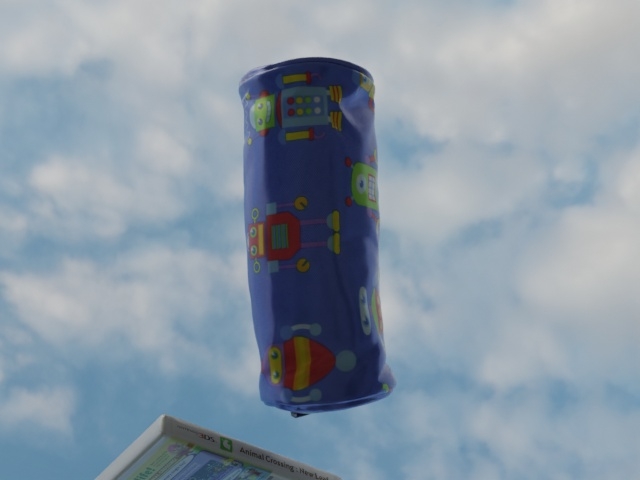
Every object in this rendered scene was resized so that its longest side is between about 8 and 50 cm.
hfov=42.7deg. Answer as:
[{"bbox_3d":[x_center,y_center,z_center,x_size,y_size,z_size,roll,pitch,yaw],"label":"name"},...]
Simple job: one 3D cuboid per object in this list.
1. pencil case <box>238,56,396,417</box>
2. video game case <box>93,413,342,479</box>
[{"bbox_3d":[0.000,0.000,0.711,0.133,0.119,0.306,5,-102,-53],"label":"pencil case"},{"bbox_3d":[-0.118,0.247,0.732,0.193,0.212,0.023,29,-149,-31],"label":"video game case"}]
